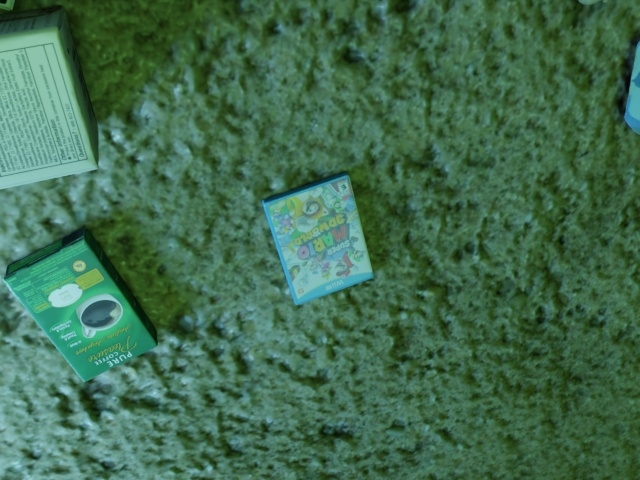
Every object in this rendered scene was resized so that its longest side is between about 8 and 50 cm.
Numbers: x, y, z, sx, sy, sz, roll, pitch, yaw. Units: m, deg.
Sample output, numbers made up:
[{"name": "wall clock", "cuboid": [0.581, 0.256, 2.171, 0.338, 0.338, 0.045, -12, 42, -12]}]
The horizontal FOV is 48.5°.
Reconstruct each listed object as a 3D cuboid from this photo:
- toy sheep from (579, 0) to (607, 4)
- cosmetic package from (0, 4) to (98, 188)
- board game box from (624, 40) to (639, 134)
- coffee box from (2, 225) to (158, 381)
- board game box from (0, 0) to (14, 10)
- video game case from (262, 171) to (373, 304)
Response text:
[{"name": "toy sheep", "cuboid": [0.338, -0.346, 0.849, 0.091, 0.091, 0.132, -10, 137, -12]}, {"name": "cosmetic package", "cuboid": [-0.389, -0.129, 0.715, 0.296, 0.129, 0.153, -12, 120, -11]}, {"name": "board game box", "cuboid": [0.482, -0.224, 0.986, 0.133, 0.033, 0.169, -4, 112, -9]}, {"name": "coffee box", "cuboid": [-0.299, 0.085, 0.902, 0.113, 0.040, 0.184, -28, 120, -1]}, {"name": "board game box", "cuboid": [-0.400, -0.331, 0.594, 0.305, 0.053, 0.193, 4, 116, -42]}, {"name": "video game case", "cuboid": [0.000, 0.000, 0.964, 0.119, 0.015, 0.166, -20, 120, -7]}]
